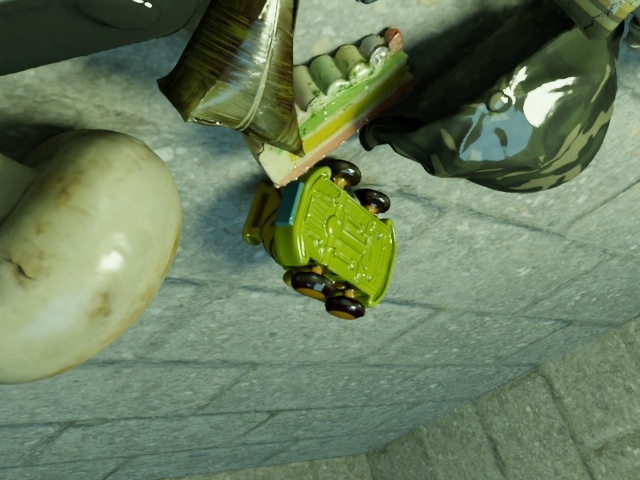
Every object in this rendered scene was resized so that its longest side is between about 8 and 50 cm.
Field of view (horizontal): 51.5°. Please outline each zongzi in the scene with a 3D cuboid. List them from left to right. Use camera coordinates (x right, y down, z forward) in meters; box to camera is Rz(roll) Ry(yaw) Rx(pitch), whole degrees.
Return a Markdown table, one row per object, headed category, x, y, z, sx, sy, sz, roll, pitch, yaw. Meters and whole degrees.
| category | x | y | z | sx | sy | sz | roll | pitch | yaw |
| --- | --- | --- | --- | --- | --- | --- | --- | --- | --- |
| zongzi | -0.037 | -0.182 | 0.649 | 0.184 | 0.084 | 0.187 | 17 | 114 | -44 |

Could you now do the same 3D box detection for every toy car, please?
| category | x | y | z | sx | sy | sz | roll | pitch | yaw |
| --- | --- | --- | --- | --- | --- | --- | --- | --- | --- |
| toy car | 0.000 | 0.000 | 0.971 | 0.142 | 0.200 | 0.248 | 0 | 153 | 39 |

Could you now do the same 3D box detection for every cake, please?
| category | x | y | z | sx | sy | sz | roll | pitch | yaw |
| --- | --- | --- | --- | --- | --- | --- | --- | --- | --- |
| cake | 0.002 | -0.172 | 0.797 | 0.225 | 0.090 | 0.109 | -36 | 150 | -5 |

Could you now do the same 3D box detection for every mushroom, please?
| category | x | y | z | sx | sy | sz | roll | pitch | yaw |
| --- | --- | --- | --- | --- | --- | --- | --- | --- | --- |
| mushroom | -0.299 | -0.022 | 0.662 | 0.297 | 0.297 | 0.290 | -29 | 123 | 20 |

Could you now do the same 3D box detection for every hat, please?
| category | x | y | z | sx | sy | sz | roll | pitch | yaw |
| --- | --- | --- | --- | --- | --- | --- | --- | --- | --- |
| hat | 0.278 | -0.132 | 0.873 | 0.366 | 0.257 | 0.381 | -30 | 131 | 26 |

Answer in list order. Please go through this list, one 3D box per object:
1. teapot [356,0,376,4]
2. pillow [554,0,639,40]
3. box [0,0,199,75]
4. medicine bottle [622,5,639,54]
| category | x | y | z | sx | sy | sz | roll | pitch | yaw |
| --- | --- | --- | --- | --- | --- | --- | --- | --- | --- |
| teapot | 0.069 | -0.263 | 0.656 | 0.083 | 0.049 | 0.063 | -20 | 152 | 4 |
| pillow | 0.257 | -0.316 | 0.582 | 0.208 | 0.052 | 0.212 | 38 | 130 | -11 |
| box | -0.274 | -0.246 | 0.444 | 0.350 | 0.091 | 0.359 | -15 | 154 | -5 |
| medicine bottle | 0.370 | -0.286 | 0.664 | 0.107 | 0.107 | 0.191 | -12 | 128 | -11 |
